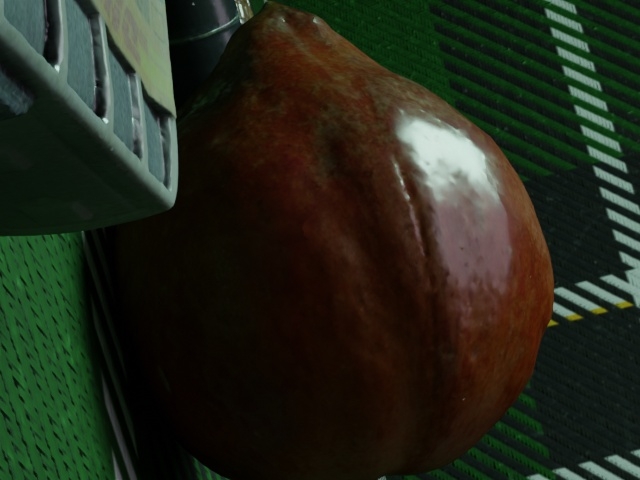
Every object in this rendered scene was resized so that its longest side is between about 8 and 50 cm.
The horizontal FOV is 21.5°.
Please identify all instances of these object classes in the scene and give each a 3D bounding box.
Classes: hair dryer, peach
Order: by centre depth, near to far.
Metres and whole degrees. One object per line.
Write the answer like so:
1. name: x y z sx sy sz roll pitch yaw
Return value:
1. peach: 0.000 0.000 0.899 0.232 0.232 0.257 -74 160 -82
2. hair dryer: -0.102 -0.169 1.277 0.219 0.071 0.124 -116 -169 -66

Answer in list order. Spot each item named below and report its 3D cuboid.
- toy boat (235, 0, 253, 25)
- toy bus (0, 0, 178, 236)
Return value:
1. toy boat: -0.085 -0.186 1.399 0.088 0.068 0.226 129 -53 -81
2. toy bus: -0.119 -0.089 0.519 0.342 0.097 0.138 60 23 -80
